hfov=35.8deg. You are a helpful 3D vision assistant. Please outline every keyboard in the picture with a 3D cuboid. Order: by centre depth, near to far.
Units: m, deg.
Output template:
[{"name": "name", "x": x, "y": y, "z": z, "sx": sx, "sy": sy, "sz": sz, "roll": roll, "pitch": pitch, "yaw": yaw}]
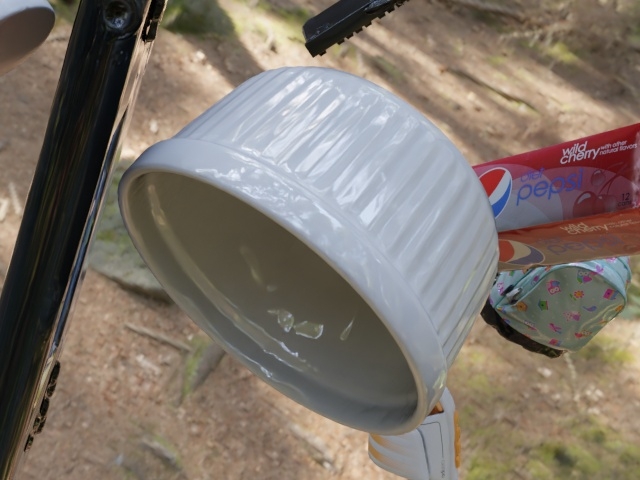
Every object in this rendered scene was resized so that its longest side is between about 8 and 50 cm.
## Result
[{"name": "keyboard", "x": 0.065, "y": -0.217, "z": 0.867, "sx": 0.023, "sy": 0.180, "sz": 0.108, "roll": 55, "pitch": 10, "yaw": -22}]

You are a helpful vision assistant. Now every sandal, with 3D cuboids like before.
[{"name": "sandal", "x": 0.099, "y": 0.241, "z": 1.073, "sx": 0.076, "sy": 0.265, "sz": 0.102, "roll": -25, "pitch": 25, "yaw": -29}]

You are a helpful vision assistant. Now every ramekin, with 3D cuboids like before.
[{"name": "ramekin", "x": 0.000, "y": 0.000, "z": 0.552, "sx": 0.207, "sy": 0.207, "sz": 0.109, "roll": 36, "pitch": 64, "yaw": 8}]

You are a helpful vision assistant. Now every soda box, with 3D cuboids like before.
[{"name": "soda box", "x": 0.217, "y": -0.031, "z": 0.925, "sx": 0.092, "sy": 0.084, "sz": 0.263, "roll": 26, "pitch": -22, "yaw": -31}]

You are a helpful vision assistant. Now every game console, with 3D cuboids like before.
[{"name": "game console", "x": -0.164, "y": -0.014, "z": 0.649, "sx": 0.060, "sy": 0.387, "sz": 0.342, "roll": 15, "pitch": 14, "yaw": -15}]

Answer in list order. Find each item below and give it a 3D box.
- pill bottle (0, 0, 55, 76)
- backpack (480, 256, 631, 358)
[{"name": "pill bottle", "x": -0.283, "y": -0.214, "z": 0.690, "sx": 0.208, "sy": 0.117, "sz": 0.117, "roll": 52, "pitch": 24, "yaw": 4}, {"name": "backpack", "x": 0.287, "y": 0.055, "z": 1.160, "sx": 0.151, "sy": 0.182, "sz": 0.115, "roll": 23, "pitch": 44, "yaw": -13}]
